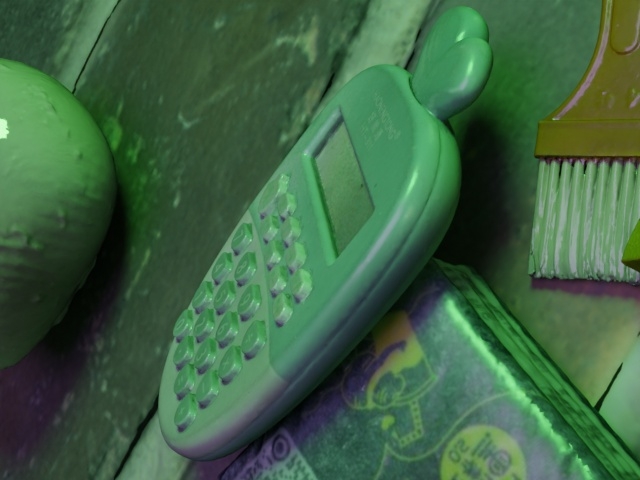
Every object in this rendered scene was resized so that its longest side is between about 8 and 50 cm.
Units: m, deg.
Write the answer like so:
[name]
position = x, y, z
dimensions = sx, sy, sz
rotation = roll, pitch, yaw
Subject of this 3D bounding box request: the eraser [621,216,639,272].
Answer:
[eraser]
position = 0.176, -0.024, 0.487
dimensions = 0.045, 0.122, 0.097
rotation = 29, 92, 9

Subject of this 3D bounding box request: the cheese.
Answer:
[cheese]
position = -0.234, -0.034, 0.777
dimensions = 0.189, 0.154, 0.198
rotation = -50, 56, 11

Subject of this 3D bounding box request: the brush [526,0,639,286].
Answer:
[brush]
position = 0.165, -0.133, 0.592
dimensions = 0.090, 0.017, 0.315
rotation = 4, 83, 37

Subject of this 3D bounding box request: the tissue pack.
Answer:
[tissue pack]
position = 0.076, 0.160, 0.557
dimensions = 0.185, 0.081, 0.257
rotation = -49, 57, 19

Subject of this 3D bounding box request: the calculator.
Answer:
[calculator]
position = 0.000, 0.000, 0.621
dimensions = 0.295, 0.042, 0.184
rotation = -50, 24, 20
